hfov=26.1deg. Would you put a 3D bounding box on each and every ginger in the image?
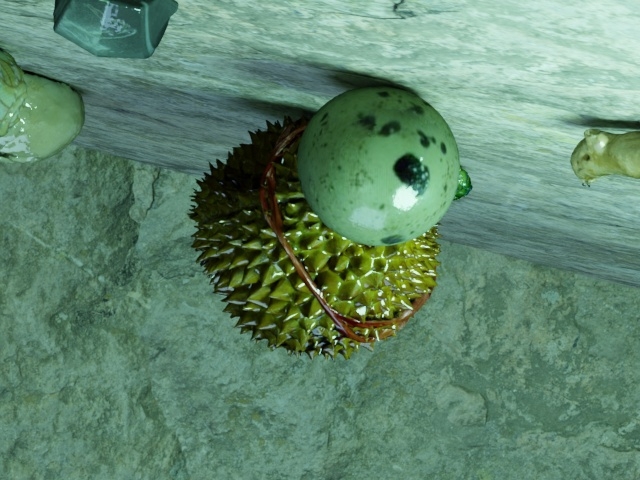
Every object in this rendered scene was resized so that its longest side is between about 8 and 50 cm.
[{"bbox_3d":[0.378,-0.066,1.349,0.148,0.081,0.334,16,-178,-45],"label":"ginger"}]

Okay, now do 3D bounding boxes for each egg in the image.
[{"bbox_3d":[0.058,-0.086,1.542,0.177,0.177,0.228,15,-173,-24],"label":"egg"}]

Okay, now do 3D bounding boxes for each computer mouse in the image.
[{"bbox_3d":[-0.214,-0.215,1.374,0.126,0.071,0.231,15,178,-11],"label":"computer mouse"}]

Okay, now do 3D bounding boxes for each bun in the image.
[{"bbox_3d":[-0.517,-0.203,2.280,0.259,0.152,0.259,13,175,1],"label":"bun"}]

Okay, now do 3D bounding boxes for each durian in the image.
[{"bbox_3d":[-0.003,-0.004,1.892,0.348,0.347,0.384,15,174,-24],"label":"durian"}]

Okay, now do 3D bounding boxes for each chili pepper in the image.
[{"bbox_3d":[0.153,-0.091,2.127,0.098,0.061,0.224,8,179,-29],"label":"chili pepper"}]

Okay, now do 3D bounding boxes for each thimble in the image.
[{"bbox_3d":[-0.526,-0.229,1.988,0.143,0.137,0.190,14,-167,-45],"label":"thimble"}]
